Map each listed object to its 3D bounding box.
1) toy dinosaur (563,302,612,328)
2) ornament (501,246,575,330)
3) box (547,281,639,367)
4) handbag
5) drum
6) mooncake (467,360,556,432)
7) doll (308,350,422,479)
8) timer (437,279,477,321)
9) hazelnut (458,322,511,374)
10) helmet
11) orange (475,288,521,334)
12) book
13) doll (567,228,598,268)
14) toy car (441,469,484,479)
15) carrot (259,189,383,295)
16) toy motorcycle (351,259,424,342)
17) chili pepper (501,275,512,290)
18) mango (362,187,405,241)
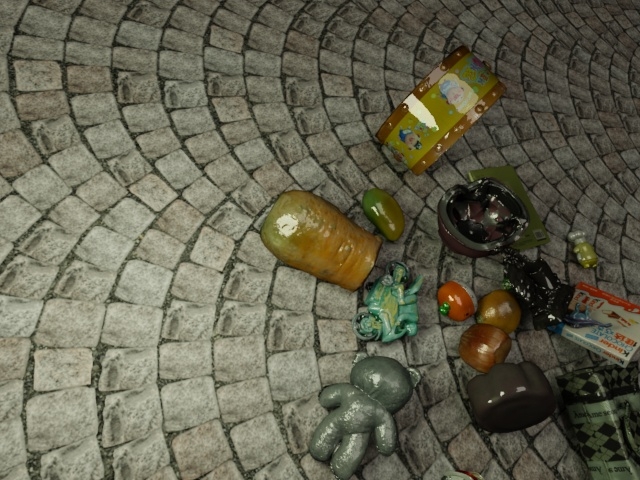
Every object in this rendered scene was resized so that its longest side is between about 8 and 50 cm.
[{"bbox_3d":[0.862,0.255,1.530,0.080,0.198,0.045,-58,136,-30],"label":"toy dinosaur"},{"bbox_3d":[0.703,0.138,1.534,0.260,0.106,0.251,46,46,3],"label":"ornament"},{"bbox_3d":[0.957,0.275,1.563,0.265,0.048,0.273,-32,42,-29],"label":"box"},{"bbox_3d":[0.948,0.603,1.436,0.317,0.180,0.415,3,64,-31],"label":"handbag"},{"bbox_3d":[0.408,-0.437,1.570,0.214,0.431,0.431,46,60,1],"label":"drum"},{"bbox_3d":[0.546,0.453,1.322,0.245,0.244,0.133,5,44,-17],"label":"mooncake"},{"bbox_3d":[0.112,0.462,1.234,0.246,0.158,0.340,23,72,27],"label":"doll"},{"bbox_3d":[0.430,0.198,1.470,0.136,0.099,0.136,9,52,-12],"label":"timer"},{"bbox_3d":[0.507,0.330,1.419,0.151,0.150,0.150,8,64,-16],"label":"hazelnut"},{"bbox_3d":[0.524,-0.055,1.564,0.339,0.197,0.270,-28,69,-20],"label":"helmet"},{"bbox_3d":[0.597,0.231,1.515,0.160,0.112,0.169,13,52,-13],"label":"orange"},{"bbox_3d":[0.728,-0.126,1.760,0.240,0.035,0.351,-11,70,-25],"label":"book"},{"bbox_3d":[1.017,0.029,1.775,0.106,0.062,0.162,-2,68,-25],"label":"doll"},{"bbox_3d":[0.407,0.692,1.243,0.112,0.112,0.139,3,75,-35],"label":"toy car"},{"bbox_3d":[0.000,0.000,1.340,0.341,0.224,0.224,30,60,-8],"label":"carrot"},{"bbox_3d":[0.227,0.199,1.396,0.199,0.109,0.296,33,61,-5],"label":"toy motorcycle"},{"bbox_3d":[0.707,0.166,1.609,0.182,0.050,0.073,22,40,-18],"label":"chili pepper"},{"bbox_3d":[0.216,-0.091,1.541,0.122,0.086,0.191,-37,92,-39],"label":"mango"}]
